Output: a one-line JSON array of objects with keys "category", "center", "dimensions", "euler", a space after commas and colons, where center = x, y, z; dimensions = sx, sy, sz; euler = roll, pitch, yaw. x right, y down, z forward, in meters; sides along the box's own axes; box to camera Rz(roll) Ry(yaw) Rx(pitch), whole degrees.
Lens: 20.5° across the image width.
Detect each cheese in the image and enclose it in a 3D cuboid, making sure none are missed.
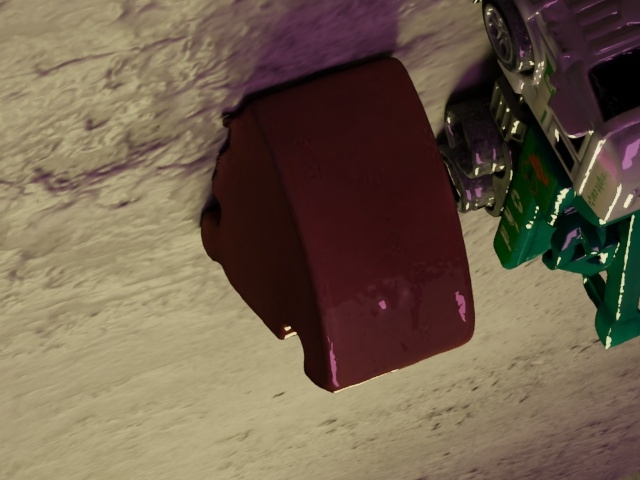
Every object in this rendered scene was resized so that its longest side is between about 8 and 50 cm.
[{"category": "cheese", "center": [0.013, 0.011, 1.192], "dimensions": [0.128, 0.177, 0.203], "euler": [-18, 159, -22]}]

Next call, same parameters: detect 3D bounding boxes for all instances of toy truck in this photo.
[{"category": "toy truck", "center": [0.200, -0.067, 1.239], "dimensions": [0.176, 0.178, 0.363], "euler": [-22, 157, -10]}]
